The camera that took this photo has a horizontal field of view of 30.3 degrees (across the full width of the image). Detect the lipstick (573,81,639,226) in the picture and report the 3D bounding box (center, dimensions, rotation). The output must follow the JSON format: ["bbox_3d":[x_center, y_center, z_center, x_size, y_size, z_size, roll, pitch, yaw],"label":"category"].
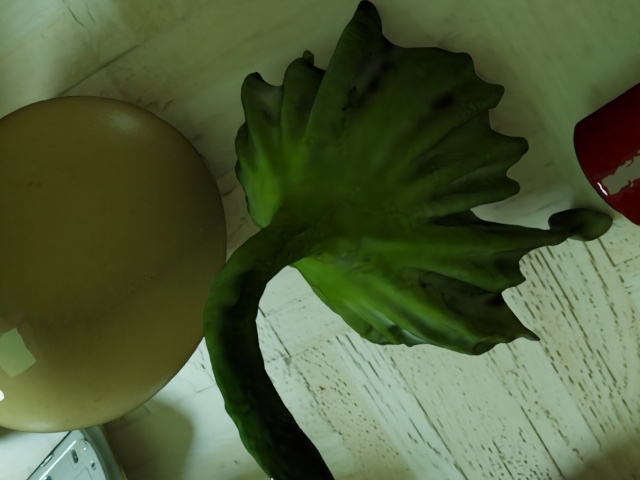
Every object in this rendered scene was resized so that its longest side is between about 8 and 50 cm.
[{"bbox_3d":[0.255,-0.099,0.656,0.241,0.080,0.080,-36,98,30],"label":"lipstick"}]

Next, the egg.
[{"bbox_3d":[-0.166,0.020,0.777,0.201,0.244,0.201,4,124,6],"label":"egg"}]

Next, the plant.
[{"bbox_3d":[0.018,-0.025,0.645,0.251,0.333,0.180,42,106,12],"label":"plant"}]

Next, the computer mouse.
[{"bbox_3d":[-0.215,0.229,0.973,0.199,0.045,0.102,-48,60,30],"label":"computer mouse"}]
